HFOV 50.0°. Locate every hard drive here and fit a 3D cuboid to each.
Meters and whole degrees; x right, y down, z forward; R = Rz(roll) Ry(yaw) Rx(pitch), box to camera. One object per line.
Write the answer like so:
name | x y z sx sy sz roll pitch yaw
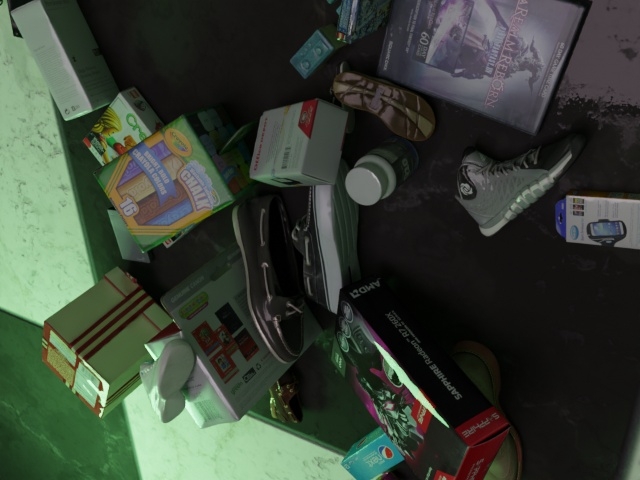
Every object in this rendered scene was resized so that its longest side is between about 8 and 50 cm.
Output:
hard drive | -0.455 -0.014 1.648 0.094 0.022 0.135 6 120 31

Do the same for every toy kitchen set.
toy kitchen set | -0.040 -0.383 1.077 0.207 0.122 0.166 51 132 -2

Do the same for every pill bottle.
pill bottle | 0.101 -0.114 1.131 0.078 0.137 0.078 17 125 26

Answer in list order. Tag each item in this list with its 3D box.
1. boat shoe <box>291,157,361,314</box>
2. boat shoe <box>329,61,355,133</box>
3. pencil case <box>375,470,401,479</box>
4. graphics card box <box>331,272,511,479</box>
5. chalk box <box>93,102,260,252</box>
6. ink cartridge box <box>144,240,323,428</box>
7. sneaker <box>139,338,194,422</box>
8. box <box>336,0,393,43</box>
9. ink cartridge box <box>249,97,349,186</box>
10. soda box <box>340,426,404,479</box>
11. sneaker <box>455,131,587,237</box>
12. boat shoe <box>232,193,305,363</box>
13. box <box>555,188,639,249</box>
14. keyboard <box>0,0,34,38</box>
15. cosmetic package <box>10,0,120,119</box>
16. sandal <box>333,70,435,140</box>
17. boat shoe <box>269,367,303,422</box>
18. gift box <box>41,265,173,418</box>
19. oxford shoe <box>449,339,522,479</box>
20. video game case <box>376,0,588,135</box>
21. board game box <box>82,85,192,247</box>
boat shoe | 0.000 0.000 1.278 0.119 0.121 0.335 11 124 24
boat shoe | 0.033 -0.242 1.165 0.038 0.046 0.125 10 130 24
pencil case | 0.196 0.628 1.537 0.236 0.104 0.104 42 132 5
graphics card box | 0.158 0.263 1.227 0.371 0.094 0.233 51 152 35
chalk box | -0.235 -0.135 1.294 0.289 0.180 0.179 -26 100 22
ink cartridge box | -0.179 0.166 1.374 0.130 0.309 0.272 -23 101 41
sneaker | -0.289 0.240 1.240 0.094 0.080 0.212 40 134 24
box | 0.072 -0.353 1.008 0.027 0.137 0.094 25 128 19
ink cartridge box | -0.039 -0.162 1.171 0.175 0.072 0.127 4 82 56
soda box | 0.135 0.453 1.494 0.071 0.067 0.210 44 132 3
sneaker | 0.283 -0.111 1.046 0.132 0.086 0.229 45 133 6
boat shoe | -0.085 0.069 1.338 0.095 0.112 0.335 -21 81 29
box | 0.426 -0.033 1.033 0.136 0.028 0.081 9 121 33
keyboard | -0.643 -0.580 1.433 0.201 0.033 0.317 17 124 18
cosmetic package | -0.513 -0.375 1.400 0.085 0.117 0.231 -14 109 22
sandal | 0.107 -0.226 1.116 0.180 0.049 0.072 26 118 3
boat shoe | -0.079 0.334 1.570 0.073 0.073 0.207 11 129 27
gift box | -0.487 0.237 1.658 0.255 0.258 0.276 44 140 4
oxford shoe | 0.289 0.366 1.293 0.123 0.130 0.348 -7 112 37
video game case | 0.225 -0.293 1.017 0.274 0.026 0.196 27 129 20
board game box | -0.364 -0.152 1.482 0.193 0.053 0.305 -35 95 41
